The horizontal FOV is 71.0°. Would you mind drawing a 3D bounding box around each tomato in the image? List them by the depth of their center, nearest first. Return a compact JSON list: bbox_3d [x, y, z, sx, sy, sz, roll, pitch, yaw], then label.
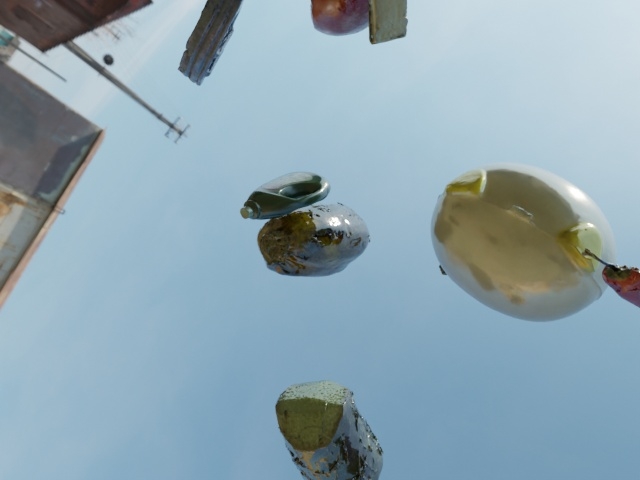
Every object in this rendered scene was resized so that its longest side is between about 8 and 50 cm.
[{"bbox_3d":[0.128,-0.728,1.324,0.335,0.176,0.290,-43,166,-39],"label":"tomato"}]

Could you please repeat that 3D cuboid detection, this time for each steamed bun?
[{"bbox_3d":[0.416,0.001,0.954,0.373,0.334,0.334,33,-92,27],"label":"steamed bun"}]

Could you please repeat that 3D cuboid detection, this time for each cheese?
[{"bbox_3d":[0.120,-0.579,0.829,0.085,0.401,0.034,-12,-141,-5],"label":"cheese"}]

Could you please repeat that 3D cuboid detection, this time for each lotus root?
[{"bbox_3d":[0.000,0.000,1.134,0.195,0.397,0.180,-24,-100,30],"label":"lotus root"}]

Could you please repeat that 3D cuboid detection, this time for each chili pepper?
[{"bbox_3d":[0.463,0.076,0.637,0.051,0.267,0.059,-65,-157,-6],"label":"chili pepper"}]

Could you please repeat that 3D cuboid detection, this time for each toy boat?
[{"bbox_3d":[-0.255,-0.483,1.060,0.283,0.078,0.127,-31,-148,55],"label":"toy boat"}]

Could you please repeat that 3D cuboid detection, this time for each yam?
[{"bbox_3d":[0.021,0.452,1.026,0.202,0.272,0.201,-14,-157,9],"label":"yam"}]

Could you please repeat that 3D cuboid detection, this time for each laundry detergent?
[{"bbox_3d":[-0.078,-0.089,0.931,0.137,0.063,0.210,14,-151,31],"label":"laundry detergent"}]

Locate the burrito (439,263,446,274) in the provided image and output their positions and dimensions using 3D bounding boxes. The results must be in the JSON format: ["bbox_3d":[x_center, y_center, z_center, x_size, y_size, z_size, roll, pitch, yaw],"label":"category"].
[{"bbox_3d":[0.394,0.042,1.298,0.058,0.045,0.188,2,-146,39],"label":"burrito"}]
